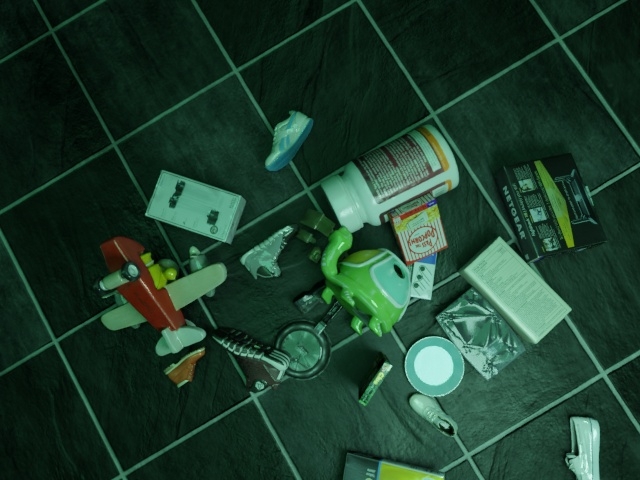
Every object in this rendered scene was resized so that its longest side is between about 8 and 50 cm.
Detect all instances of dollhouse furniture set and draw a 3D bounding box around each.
[{"bbox_3d":[0.000,0.000,1.739,0.151,0.123,0.144,34,86,-28],"label":"dollhouse furniture set"}]

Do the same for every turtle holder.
[{"bbox_3d":[0.132,0.127,1.616,0.320,0.243,0.227,40,72,12],"label":"turtle holder"}]

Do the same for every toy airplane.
[{"bbox_3d":[-0.504,0.170,1.662,0.386,0.272,0.385,14,123,-3],"label":"toy airplane"}]

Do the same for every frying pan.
[{"bbox_3d":[-0.006,0.326,1.696,0.326,0.053,0.197,-28,83,3],"label":"frying pan"}]

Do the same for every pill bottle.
[{"bbox_3d":[0.212,-0.184,1.648,0.392,0.224,0.224,-26,83,0],"label":"pill bottle"}]

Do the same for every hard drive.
[{"bbox_3d":[0.503,0.294,1.658,0.172,0.054,0.255,-39,83,-1],"label":"hard drive"}]

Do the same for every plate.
[{"bbox_3d":[0.364,0.402,1.671,0.188,0.024,0.188,0,83,3],"label":"plate"}]

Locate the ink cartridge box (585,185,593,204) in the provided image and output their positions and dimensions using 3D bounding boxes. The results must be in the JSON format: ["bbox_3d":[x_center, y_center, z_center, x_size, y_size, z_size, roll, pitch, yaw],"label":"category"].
[{"bbox_3d":[0.852,-0.129,1.696,0.048,0.028,0.083,-13,82,1],"label":"ink cartridge box"}]

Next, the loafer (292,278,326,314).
[{"bbox_3d":[-0.006,0.178,1.710,0.170,0.062,0.061,-31,105,3],"label":"loafer"}]

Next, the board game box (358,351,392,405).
[{"bbox_3d":[0.160,0.409,1.565,0.030,0.260,0.136,31,87,7],"label":"board game box"}]

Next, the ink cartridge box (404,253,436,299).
[{"bbox_3d":[0.321,0.085,1.698,0.097,0.046,0.207,9,84,3],"label":"ink cartridge box"}]

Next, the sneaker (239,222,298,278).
[{"bbox_3d":[-0.142,0.049,1.723,0.228,0.086,0.132,-34,87,10],"label":"sneaker"}]

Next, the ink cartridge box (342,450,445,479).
[{"bbox_3d":[0.204,0.827,1.572,0.303,0.072,0.307,6,78,17],"label":"ink cartridge box"}]

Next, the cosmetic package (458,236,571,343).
[{"bbox_3d":[0.603,0.155,1.639,0.160,0.113,0.309,-42,82,-2],"label":"cosmetic package"}]

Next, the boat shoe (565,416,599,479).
[{"bbox_3d":[0.790,0.668,1.587,0.084,0.095,0.258,6,73,9],"label":"boat shoe"}]

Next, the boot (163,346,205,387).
[{"bbox_3d":[-0.428,0.413,1.709,0.158,0.059,0.085,-37,86,8],"label":"boot"}]

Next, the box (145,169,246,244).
[{"bbox_3d":[-0.416,-0.110,1.749,0.289,0.087,0.169,17,85,5],"label":"box"}]

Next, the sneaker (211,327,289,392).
[{"bbox_3d":[-0.245,0.400,1.677,0.281,0.106,0.163,21,106,20],"label":"sneaker"}]

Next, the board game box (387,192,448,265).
[{"bbox_3d":[0.302,-0.032,1.610,0.146,0.045,0.194,-25,124,-1],"label":"board game box"}]

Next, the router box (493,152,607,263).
[{"bbox_3d":[0.716,-0.104,1.634,0.242,0.081,0.309,-11,74,-10],"label":"router box"}]

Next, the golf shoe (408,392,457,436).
[{"bbox_3d":[0.355,0.543,1.625,0.176,0.086,0.069,36,89,8],"label":"golf shoe"}]

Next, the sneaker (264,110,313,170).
[{"bbox_3d":[-0.122,-0.335,1.762,0.092,0.087,0.229,33,79,13],"label":"sneaker"}]
